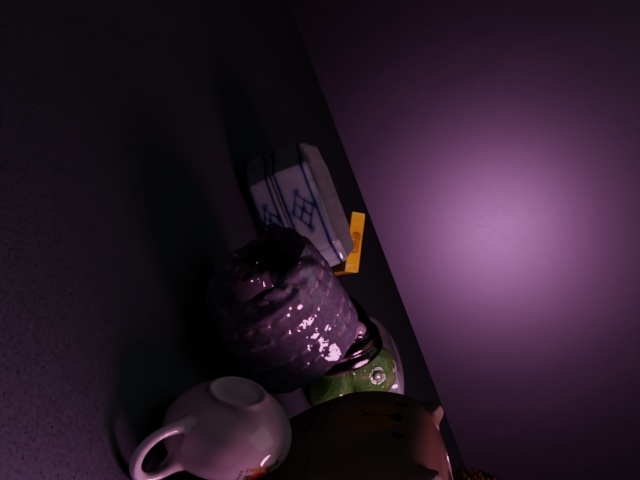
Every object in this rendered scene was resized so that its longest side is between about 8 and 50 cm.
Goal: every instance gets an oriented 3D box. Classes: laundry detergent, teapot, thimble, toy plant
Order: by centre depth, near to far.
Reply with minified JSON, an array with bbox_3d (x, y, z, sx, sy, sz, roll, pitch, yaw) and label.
[{"bbox_3d":[-0.110,0.210,0.650,0.226,0.145,0.092,1,104,-48],"label":"teapot"},{"bbox_3d":[-0.061,0.093,0.867,0.236,0.205,0.172,-85,151,-62],"label":"thimble"},{"bbox_3d":[0.054,0.239,1.192,0.218,0.175,0.235,-25,106,-38],"label":"toy plant"},{"bbox_3d":[0.100,0.286,1.461,0.398,0.124,0.264,48,25,-57],"label":"laundry detergent"}]

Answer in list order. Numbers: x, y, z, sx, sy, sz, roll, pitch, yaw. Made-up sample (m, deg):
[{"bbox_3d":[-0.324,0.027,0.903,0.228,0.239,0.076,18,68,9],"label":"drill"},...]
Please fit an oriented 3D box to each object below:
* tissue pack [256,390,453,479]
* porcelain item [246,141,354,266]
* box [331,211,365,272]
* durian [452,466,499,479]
[{"bbox_3d":[0.052,0.363,0.776,0.387,0.277,0.267,-8,81,-77],"label":"tissue pack"},{"bbox_3d":[-0.044,-0.069,1.311,0.286,0.157,0.281,-46,114,-78],"label":"porcelain item"},{"bbox_3d":[0.063,0.015,1.555,0.269,0.043,0.152,156,-57,-80],"label":"box"},{"bbox_3d":[0.423,0.812,1.581,0.384,0.347,0.348,-22,92,-76],"label":"durian"}]
